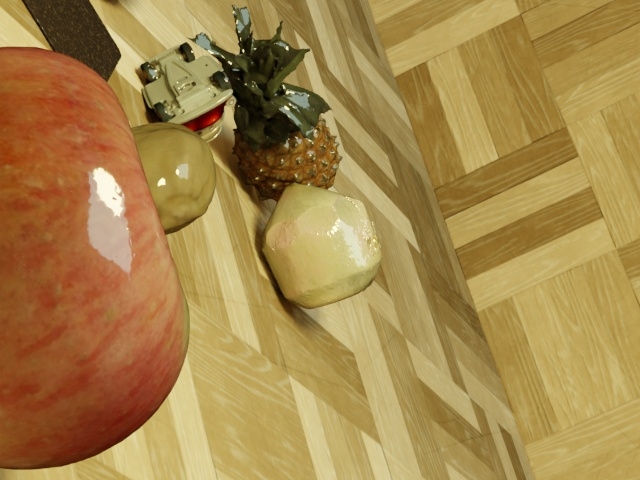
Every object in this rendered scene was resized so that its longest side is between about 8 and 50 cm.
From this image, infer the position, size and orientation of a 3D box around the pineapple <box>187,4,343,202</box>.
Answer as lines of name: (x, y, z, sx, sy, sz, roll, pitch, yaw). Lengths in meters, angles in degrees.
pineapple: (-0.070, -0.185, 2.494, 0.364, 0.165, 0.165, 68, 4, -59)

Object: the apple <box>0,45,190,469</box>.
apple: (-0.257, 0.020, 1.408, 0.345, 0.269, 0.345, 161, -90, -85)

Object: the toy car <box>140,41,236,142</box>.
toy car: (-0.177, -0.189, 2.365, 0.139, 0.112, 0.112, 56, -10, 37)

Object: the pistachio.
pistachio: (-0.189, -0.079, 2.077, 0.136, 0.135, 0.226, 60, 9, -18)

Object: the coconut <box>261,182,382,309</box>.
coconut: (0.000, 0.000, 2.517, 0.171, 0.171, 0.183, -35, 106, -76)

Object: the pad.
pad: (-0.349, -0.335, 2.168, 0.330, 0.004, 0.220, 60, 15, -18)
